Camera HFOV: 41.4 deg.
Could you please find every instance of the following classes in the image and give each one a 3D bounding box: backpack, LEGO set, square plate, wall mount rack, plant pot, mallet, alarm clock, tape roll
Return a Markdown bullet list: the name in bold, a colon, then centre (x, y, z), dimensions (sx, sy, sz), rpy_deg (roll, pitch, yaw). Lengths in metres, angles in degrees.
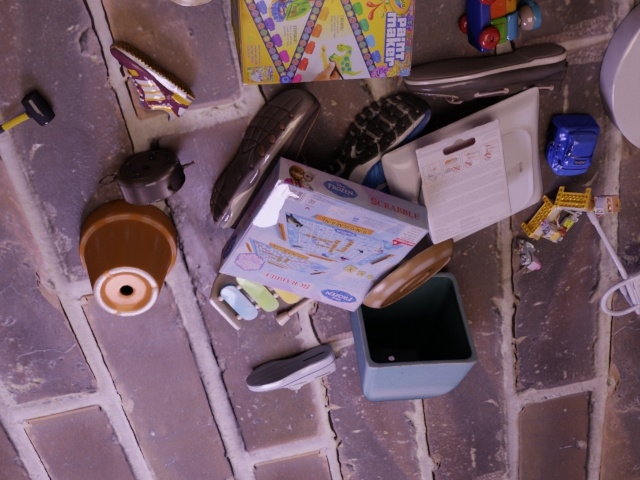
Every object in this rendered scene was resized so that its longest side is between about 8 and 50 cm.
- **backpack**: centre (0.531, -0.195, 1.800), dimensions (0.098, 0.101, 0.120), rpy_deg (3, 128, -4)
- **LEGO set**: centre (0.565, -0.044, 1.890), dimensions (0.107, 0.132, 0.287), rpy_deg (20, 141, -28)
- **square plate**: centre (0.315, -0.119, 1.767), dimensions (0.344, 0.049, 0.347), rpy_deg (-24, 141, -3)
- **wall mount rack**: centre (0.785, 0.017, 1.982), dimensions (0.350, 0.130, 0.304), rpy_deg (-28, 128, 9)
- **plant pot**: centre (0.195, 0.078, 1.806), dimensions (0.236, 0.032, 0.236), rpy_deg (-32, 167, -9)
- **mallet**: centre (-0.605, -0.227, 1.618), dimensions (0.190, 0.039, 0.062), rpy_deg (-19, 125, 8)
- **alarm clock**: centre (-0.355, -0.127, 1.678), dimensions (0.192, 0.129, 0.064), rpy_deg (-5, 126, 19)
- **plant pot**: centre (-0.399, 0.050, 1.749), dimensions (0.205, 0.188, 0.205), rpy_deg (-5, 125, -7)
- **tape roll**: centre (0.775, -0.356, 1.748), dimensions (0.392, 0.072, 0.391), rpy_deg (-5, 126, -6)
- **plant pot**: centre (0.194, 0.249, 1.971), dimensions (0.247, 0.247, 0.252), rpy_deg (-2, 141, -9)

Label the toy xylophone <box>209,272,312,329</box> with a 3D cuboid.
- **toy xylophone**: centre (-0.077, 0.088, 1.898), dimensions (0.323, 0.081, 0.236), rpy_deg (-38, 123, 17)

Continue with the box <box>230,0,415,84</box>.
- **box**: centre (-0.009, -0.406, 1.440), dimensions (0.279, 0.290, 0.176), rpy_deg (-5, 124, -8)

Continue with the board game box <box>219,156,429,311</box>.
- **board game box**: centre (0.000, 0.000, 1.701), dimensions (0.319, 0.065, 0.318), rpy_deg (18, 138, -19)

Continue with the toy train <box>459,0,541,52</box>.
- **toy train**: centre (0.337, -0.486, 1.568), dimensions (0.144, 0.105, 0.247), rpy_deg (-17, 126, -11)

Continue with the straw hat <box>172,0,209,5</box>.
- **straw hat**: centre (-0.231, -0.474, 1.494), dimensions (0.145, 0.061, 0.144), rpy_deg (-5, 125, -7)

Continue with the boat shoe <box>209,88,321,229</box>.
- **boat shoe**: centre (-0.094, -0.156, 1.714), dimensions (0.130, 0.132, 0.355), rpy_deg (17, 129, -32)

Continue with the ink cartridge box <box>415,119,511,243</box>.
- **ink cartridge box**: centre (0.279, -0.121, 1.682), dimensions (0.181, 0.056, 0.224), rpy_deg (-21, 122, -7)

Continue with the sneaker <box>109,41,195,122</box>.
- **sneaker**: centre (-0.330, -0.294, 1.596), dimensions (0.186, 0.069, 0.084), rpy_deg (35, 107, -27)

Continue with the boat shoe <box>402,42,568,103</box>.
- **boat shoe**: centre (0.330, -0.311, 1.676), dimensions (0.336, 0.112, 0.095), rpy_deg (-11, 121, -6)

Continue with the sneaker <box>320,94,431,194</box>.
- **sneaker**: centre (0.115, -0.158, 1.754), dimensions (0.147, 0.129, 0.330), rpy_deg (21, 118, -44)

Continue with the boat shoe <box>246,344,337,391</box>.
- **boat shoe**: centre (-0.065, 0.332, 2.069), dimensions (0.226, 0.083, 0.075), rpy_deg (-19, 124, 2)
